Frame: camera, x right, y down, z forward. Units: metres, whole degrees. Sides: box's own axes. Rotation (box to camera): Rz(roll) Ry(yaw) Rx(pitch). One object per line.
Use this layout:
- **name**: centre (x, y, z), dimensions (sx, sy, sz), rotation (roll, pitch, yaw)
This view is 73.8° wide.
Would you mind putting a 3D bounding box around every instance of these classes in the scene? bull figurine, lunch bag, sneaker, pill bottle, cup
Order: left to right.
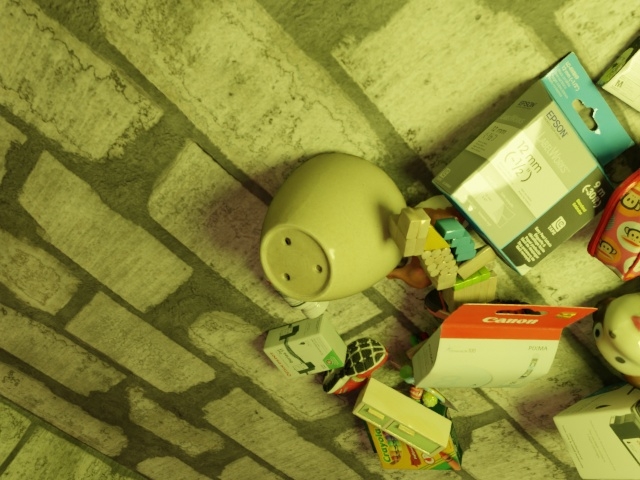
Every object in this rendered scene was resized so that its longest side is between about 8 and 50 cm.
- **pill bottle**: centre (-0.059, 0.122, 1.151), dimensions (0.107, 0.108, 0.180), rotation (-27, 116, 26)
- **cup**: centre (0.000, 0.000, 0.920), dimensions (0.330, 0.237, 0.332), rotation (12, 118, 24)
- **sneaker**: centre (0.121, 0.398, 1.334), dimensions (0.118, 0.108, 0.279), rotation (23, 131, -29)
- **bull figurine**: centre (0.242, -0.018, 1.005), dimensions (0.188, 0.101, 0.311), rotation (18, 120, 6)
- **sneaker**: centre (0.420, 0.221, 1.129), dimensions (0.313, 0.116, 0.136), rotation (14, 127, 0)
- **lunch bag**: centre (0.673, -0.050, 0.818), dimensions (0.292, 0.120, 0.258), rotation (-25, 137, -11)

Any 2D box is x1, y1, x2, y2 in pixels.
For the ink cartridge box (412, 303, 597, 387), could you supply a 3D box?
- **ink cartridge box**: centre (0.425, 0.270, 1.035), dimensions (0.307, 0.091, 0.385), rotation (3, 148, -5)

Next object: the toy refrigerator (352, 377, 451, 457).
- **toy refrigerator**: centre (0.240, 0.533, 1.276), dimensions (0.269, 0.094, 0.102), rotation (28, 136, 6)

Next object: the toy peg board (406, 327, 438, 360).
- **toy peg board**: centre (0.350, 0.314, 1.242), dimensions (0.160, 0.079, 0.161), rotation (-35, 114, 12)

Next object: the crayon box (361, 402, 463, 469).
- **crayon box**: centre (0.288, 0.657, 1.426), dimensions (0.318, 0.081, 0.203), rotation (-15, 101, 27)

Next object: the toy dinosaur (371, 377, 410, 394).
- **toy dinosaur**: centre (0.210, 0.498, 1.403), dimensions (0.211, 0.064, 0.112), rotation (-25, 135, 35)

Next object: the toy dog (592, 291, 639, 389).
- **toy dog**: centre (0.834, 0.165, 0.954), dimensions (0.407, 0.285, 0.395), rotation (-30, 151, 25)

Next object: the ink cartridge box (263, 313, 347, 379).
- **ink cartridge box**: centre (-0.047, 0.329, 1.304), dimensions (0.208, 0.087, 0.153), rotation (-21, 118, 24)

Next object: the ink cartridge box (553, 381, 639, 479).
- **ink cartridge box**: centre (0.835, 0.435, 1.020), dimensions (0.285, 0.167, 0.395), rotation (-9, 159, -30)

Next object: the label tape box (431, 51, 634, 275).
- **label tape box**: centre (0.433, -0.139, 0.823), dimensions (0.347, 0.115, 0.249), rotation (-43, 110, 13)

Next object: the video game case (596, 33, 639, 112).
- **video game case**: centre (0.667, -0.311, 0.759), dimensions (0.231, 0.042, 0.210), rotation (27, 125, -9)

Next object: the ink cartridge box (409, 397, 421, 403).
- **ink cartridge box**: centre (0.329, 0.650, 1.481), dimensions (0.171, 0.056, 0.235), rotation (-32, 115, 27)

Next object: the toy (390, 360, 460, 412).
- **toy**: centre (0.309, 0.462, 1.294), dimensions (0.136, 0.056, 0.237), rotation (11, 146, 54)

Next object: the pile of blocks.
- **pile of blocks**: centre (0.262, 0.017, 0.897), dimensions (0.148, 0.113, 0.362), rotation (-37, 131, 11)
